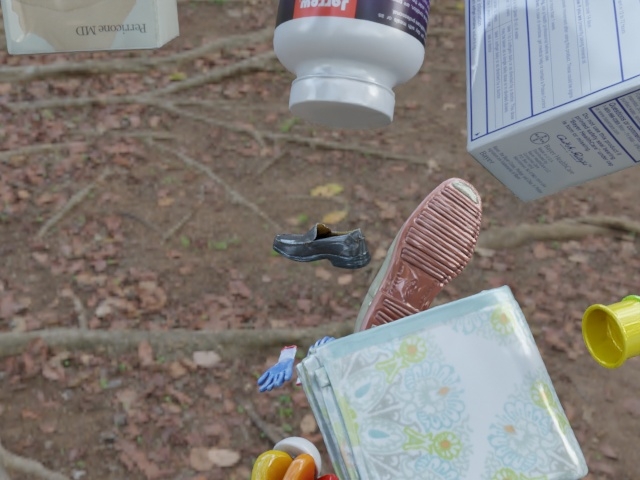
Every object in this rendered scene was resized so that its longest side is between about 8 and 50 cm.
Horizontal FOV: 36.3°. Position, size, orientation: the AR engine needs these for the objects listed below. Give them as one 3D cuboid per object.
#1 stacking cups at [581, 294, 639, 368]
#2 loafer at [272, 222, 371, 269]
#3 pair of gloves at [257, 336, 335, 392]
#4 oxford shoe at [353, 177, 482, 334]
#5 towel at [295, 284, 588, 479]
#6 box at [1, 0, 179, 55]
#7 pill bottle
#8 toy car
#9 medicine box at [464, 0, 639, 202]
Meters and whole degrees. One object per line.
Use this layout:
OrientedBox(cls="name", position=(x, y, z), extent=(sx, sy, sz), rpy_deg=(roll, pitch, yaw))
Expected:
OrientedBox(cls="stacking cups", position=(0.537, 0.103, 1.437), extent=(0.316, 0.096, 0.096), rpy_deg=(-13, 34, -24))
OrientedBox(cls="loafer", position=(0.000, 0.000, 1.526), extent=(0.170, 0.061, 0.062), rpy_deg=(6, 24, 27))
OrientedBox(cls="pair of gloves", position=(-0.050, 0.276, 2.190), extent=(0.198, 0.023, 0.159), rpy_deg=(-19, 25, 31))
OrientedBox(cls="oxford shoe", position=(0.161, 0.056, 1.788), extent=(0.140, 0.146, 0.397), rpy_deg=(37, 71, -11))
OrientedBox(cls="towel", position=(0.182, 0.264, 1.480), extent=(0.375, 0.090, 0.320), rpy_deg=(-17, 78, -15))
OrientedBox(cls="box", position=(-0.215, -0.328, 0.873), extent=(0.148, 0.311, 0.121), rpy_deg=(-4, 17, 1))
OrientedBox(cls="pill bottle", position=(0.043, -0.305, 1.169), extent=(0.182, 0.322, 0.181), rpy_deg=(7, -7, 1))
OrientedBox(cls="toy car", position=(-0.018, 0.371, 1.354), extent=(0.136, 0.182, 0.159), rpy_deg=(-7, 29, 35))
OrientedBox(cls="medicine box", position=(0.334, -0.226, 1.198), extent=(0.289, 0.149, 0.263), rpy_deg=(-19, 52, 34))
